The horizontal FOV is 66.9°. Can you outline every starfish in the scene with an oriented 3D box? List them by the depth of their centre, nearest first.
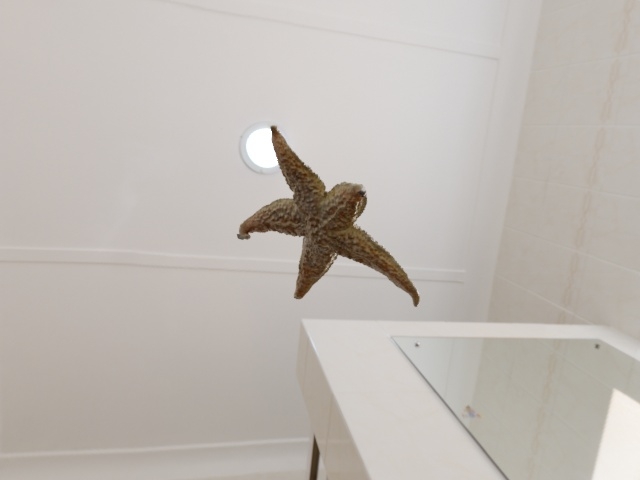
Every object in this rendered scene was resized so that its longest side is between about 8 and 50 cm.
[{"bbox_3d":[0.002,-0.003,0.652,0.295,0.048,0.231,44,-48,-8],"label":"starfish"}]
